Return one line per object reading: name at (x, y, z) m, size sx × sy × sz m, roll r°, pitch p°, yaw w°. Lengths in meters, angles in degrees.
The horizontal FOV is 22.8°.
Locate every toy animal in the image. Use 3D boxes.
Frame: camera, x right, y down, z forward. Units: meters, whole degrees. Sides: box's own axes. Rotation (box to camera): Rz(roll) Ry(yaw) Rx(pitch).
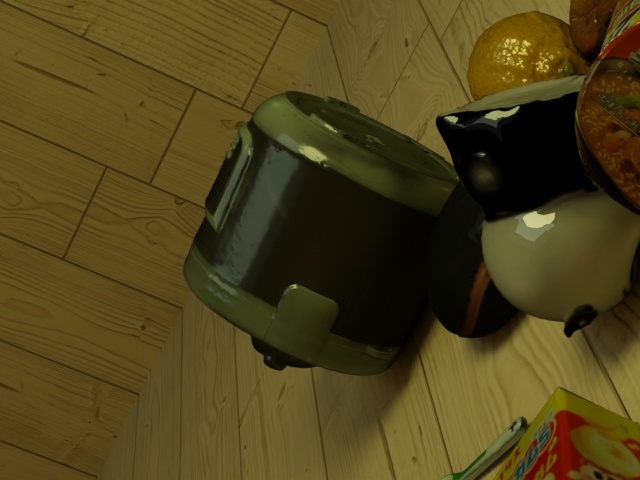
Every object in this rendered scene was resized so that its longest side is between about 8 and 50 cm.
toy animal at (0.224, -0.037, 1.515) m, size 0.165 × 0.235 × 0.187 m, roll -20°, pitch 9°, yaw 4°

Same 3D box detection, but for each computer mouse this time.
computer mouse at (0.207, -0.024, 1.764) m, size 0.323 × 0.116 × 0.183 m, roll -56°, pitch 22°, yaw 36°

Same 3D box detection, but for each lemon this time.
lemon at (0.245, -0.195, 1.837) m, size 0.142 × 0.142 × 0.187 m, roll -68°, pitch 19°, yaw -5°

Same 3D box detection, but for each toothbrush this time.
toothbrush at (0.139, 0.265, 1.719) m, size 0.304 × 0.030 × 0.030 m, roll -51°, pitch 20°, yaw 47°

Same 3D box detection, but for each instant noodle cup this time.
instant noodle cup at (0.325, -0.141, 1.351) m, size 0.213 × 0.213 × 0.174 m, roll -58°, pitch 9°, yaw 33°

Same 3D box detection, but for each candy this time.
candy at (0.204, 0.257, 1.312) m, size 0.146 × 0.088 × 0.276 m, roll -61°, pitch 7°, yaw 28°

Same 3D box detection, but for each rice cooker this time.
rice cooker at (0.000, 0.000, 2.065) m, size 0.325 × 0.335 × 0.335 m, roll -64°, pitch 14°, yaw 13°

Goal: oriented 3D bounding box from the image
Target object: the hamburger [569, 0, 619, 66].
hamburger at (0.343, -0.246, 1.545) m, size 0.261 × 0.139 × 0.243 m, roll -87°, pitch 21°, yaw -45°
